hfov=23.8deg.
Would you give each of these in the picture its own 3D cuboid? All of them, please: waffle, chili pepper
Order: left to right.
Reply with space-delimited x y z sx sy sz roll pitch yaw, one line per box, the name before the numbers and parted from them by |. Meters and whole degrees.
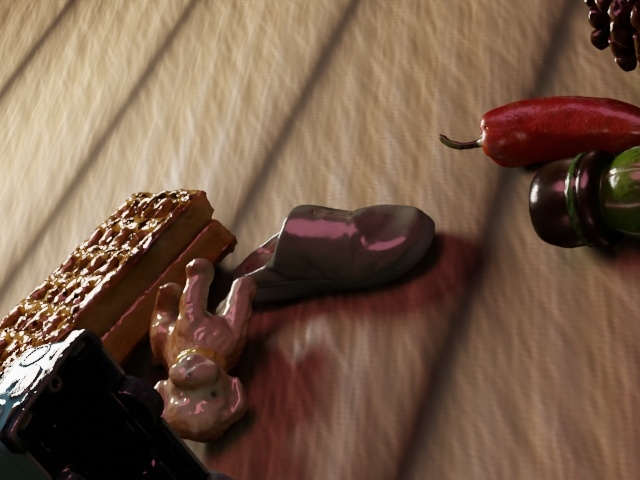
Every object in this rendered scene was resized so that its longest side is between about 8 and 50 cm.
waffle | -0.253 0.071 1.725 0.308 0.091 0.213 -46 22 -21
chili pepper | 0.244 -0.114 1.573 0.272 0.071 0.063 -3 2 35

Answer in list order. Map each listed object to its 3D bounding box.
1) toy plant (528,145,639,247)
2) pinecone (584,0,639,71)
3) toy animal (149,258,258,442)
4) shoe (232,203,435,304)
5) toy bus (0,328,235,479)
toy plant | 0.278 -0.042 1.403 0.162 0.093 0.093 -9 38 37
pinecone | 0.365 -0.251 1.545 0.212 0.169 0.185 13 59 50
toy animal | -0.135 0.145 1.562 0.184 0.104 0.185 -52 33 41
shoe | 0.000 0.000 1.605 0.251 0.100 0.103 -17 33 32
toy bus | -0.195 0.213 1.312 0.164 0.271 0.133 -9 37 42
